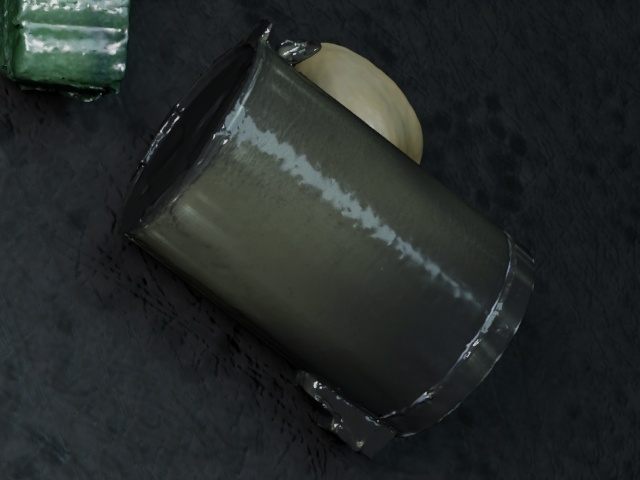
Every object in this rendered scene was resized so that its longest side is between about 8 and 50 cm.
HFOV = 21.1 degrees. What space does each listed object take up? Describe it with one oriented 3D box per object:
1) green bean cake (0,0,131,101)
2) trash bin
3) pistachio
[{"bbox_3d":[-0.215,-0.217,1.399,0.107,0.193,0.208,0,92,-20],"label":"green bean cake"},{"bbox_3d":[0.000,0.000,1.419,0.301,0.203,0.252,38,83,-18],"label":"trash bin"},{"bbox_3d":[0.025,-0.109,1.555,0.113,0.113,0.149,-28,89,-44],"label":"pistachio"}]
